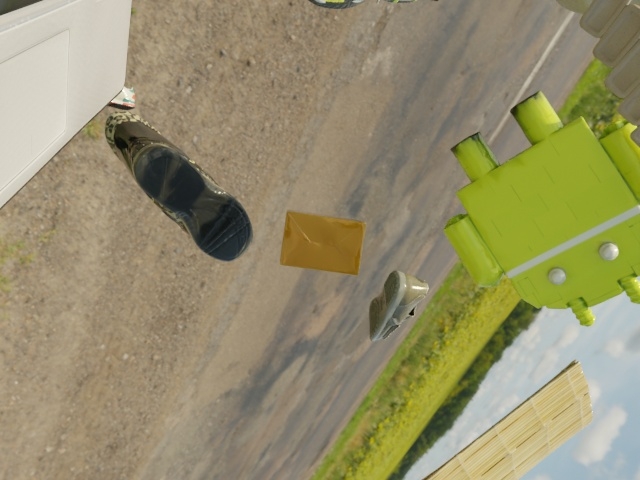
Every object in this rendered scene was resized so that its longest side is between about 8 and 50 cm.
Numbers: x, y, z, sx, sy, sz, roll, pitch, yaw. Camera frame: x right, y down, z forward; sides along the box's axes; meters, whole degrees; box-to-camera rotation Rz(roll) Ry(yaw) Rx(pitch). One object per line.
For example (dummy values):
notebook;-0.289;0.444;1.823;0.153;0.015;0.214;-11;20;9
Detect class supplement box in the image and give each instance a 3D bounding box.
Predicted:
supplement box;0.000;0.000;1.379;0.194;0.191;0.129;-132;-130;-84

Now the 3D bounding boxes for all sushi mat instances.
sushi mat;0.265;0.305;0.787;0.316;0.019;0.151;-33;122;-11

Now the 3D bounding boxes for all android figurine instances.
android figurine;0.278;-0.030;0.656;0.248;0.273;0.056;-31;177;27

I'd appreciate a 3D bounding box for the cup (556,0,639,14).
cup;0.381;-0.434;0.688;0.331;0.331;0.237;-44;136;-21

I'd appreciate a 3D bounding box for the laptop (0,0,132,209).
laptop;-0.046;-0.193;0.300;0.382;0.236;0.408;-89;-165;-58

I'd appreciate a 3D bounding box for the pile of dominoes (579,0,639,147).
pile of dominoes;0.370;-0.168;0.501;0.040;0.251;0.196;-28;-178;-36

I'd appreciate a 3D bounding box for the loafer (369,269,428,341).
loafer;0.165;0.154;1.195;0.251;0.087;0.094;110;-15;-57

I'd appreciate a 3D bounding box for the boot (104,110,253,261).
boot;-0.203;-0.081;0.796;0.085;0.178;0.236;-44;138;-5

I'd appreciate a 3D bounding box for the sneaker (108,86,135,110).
sneaker;-0.599;-0.423;1.550;0.161;0.057;0.075;8;81;-46

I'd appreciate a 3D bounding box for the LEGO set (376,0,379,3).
LEGO set;0.142;-0.510;1.141;0.244;0.182;0.060;-22;131;-43

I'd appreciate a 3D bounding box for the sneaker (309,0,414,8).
sneaker;0.122;-0.692;1.391;0.384;0.145;0.147;-16;174;-20
